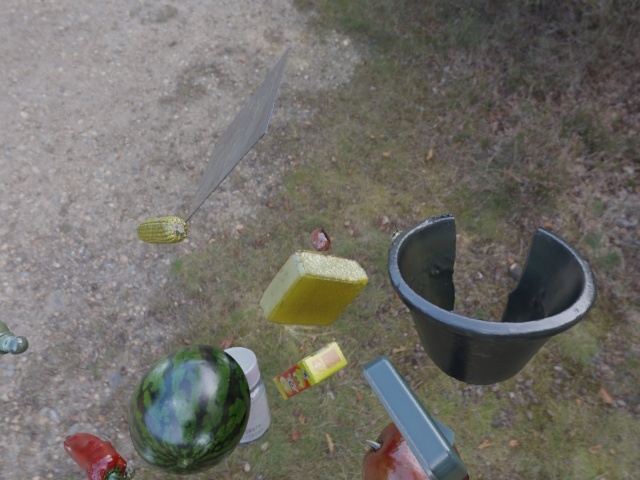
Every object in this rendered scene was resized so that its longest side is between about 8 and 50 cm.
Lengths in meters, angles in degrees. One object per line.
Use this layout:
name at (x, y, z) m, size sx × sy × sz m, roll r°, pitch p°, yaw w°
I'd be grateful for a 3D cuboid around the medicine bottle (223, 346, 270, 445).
medicine bottle at (-0.253, 0.484, 1.343) m, size 0.165 × 0.273 × 0.165 m, roll -6°, pitch 25°, yaw 3°

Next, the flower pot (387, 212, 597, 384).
flower pot at (0.322, 0.141, 0.892) m, size 0.380 × 0.250 × 0.379 m, roll -2°, pitch 35°, yaw 2°

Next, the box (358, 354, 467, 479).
box at (0.090, 0.174, 0.421) m, size 0.031 × 0.091 × 0.126 m, roll -36°, pitch 47°, yaw -1°

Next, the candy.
candy at (-0.040, 0.441, 1.450) m, size 0.146 × 0.276 × 0.088 m, roll -22°, pitch 74°, yaw -38°

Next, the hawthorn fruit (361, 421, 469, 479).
hawthorn fruit at (0.323, 0.867, 1.597) m, size 0.404 × 0.402 × 0.402 m, roll 5°, pitch 59°, yaw -8°

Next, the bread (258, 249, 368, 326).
bread at (-0.030, 0.198, 1.697) m, size 0.324 × 0.333 × 0.143 m, roll 11°, pitch 42°, yaw -32°

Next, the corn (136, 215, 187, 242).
corn at (-0.456, -0.029, 1.245) m, size 0.080 × 0.238 × 0.080 m, roll -1°, pitch 92°, yaw -45°

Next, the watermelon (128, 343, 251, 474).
watermelon at (-0.307, 0.403, 1.038) m, size 0.286 × 0.285 × 0.284 m, roll 5°, pitch 59°, yaw -8°

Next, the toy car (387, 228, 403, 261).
toy car at (0.223, 0.025, 1.290) m, size 0.035 × 0.121 × 0.059 m, roll 29°, pitch 49°, yaw 21°

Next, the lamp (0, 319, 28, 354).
lamp at (-0.637, 0.197, 0.849) m, size 0.164 × 0.091 × 0.090 m, roll 1°, pitch 56°, yaw 20°

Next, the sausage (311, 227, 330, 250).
sausage at (0.000, 0.000, 1.468) m, size 0.054 × 0.059 × 0.094 m, roll -38°, pitch 38°, yaw 14°

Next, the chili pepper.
chili pepper at (-0.683, 0.666, 1.317) m, size 0.388 × 0.110 × 0.110 m, roll 7°, pitch 48°, yaw 41°

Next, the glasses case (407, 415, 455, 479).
glasses case at (0.275, 0.483, 1.032) m, size 0.056 × 0.266 × 0.105 m, roll -38°, pitch 70°, yaw 9°

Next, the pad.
pad at (-0.176, -0.206, 0.885) m, size 0.007 × 0.368 × 0.247 m, roll 27°, pitch 55°, yaw -25°
